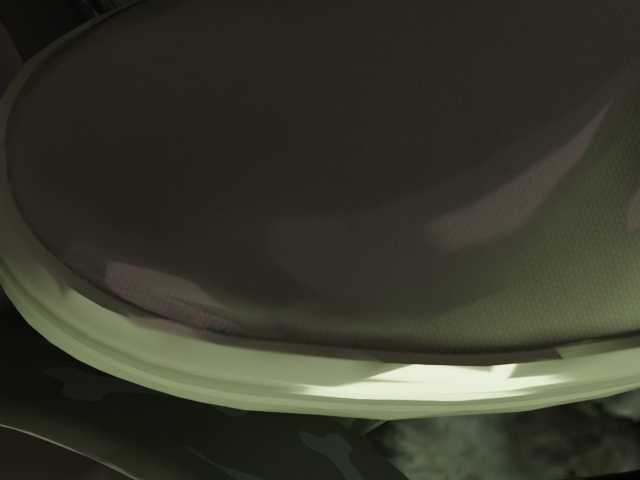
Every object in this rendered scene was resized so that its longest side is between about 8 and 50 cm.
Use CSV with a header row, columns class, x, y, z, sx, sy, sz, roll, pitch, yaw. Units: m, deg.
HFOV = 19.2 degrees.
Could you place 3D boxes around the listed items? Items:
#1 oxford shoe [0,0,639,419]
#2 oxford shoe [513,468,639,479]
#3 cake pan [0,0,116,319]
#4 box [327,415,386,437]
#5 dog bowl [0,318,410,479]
class,x,y,z,sx,sy,sz,roll,pitch,yaw
oxford shoe,0.134,-0.069,0.477,0.449,0.130,0.169,-11,54,-8
oxford shoe,0.207,0.054,0.547,0.348,0.123,0.130,-27,79,11
cake pan,-0.201,-0.009,0.675,0.293,0.054,0.293,0,92,13
box,0.000,0.000,0.602,0.102,0.101,0.087,41,101,9
dog bowl,-0.079,0.181,0.573,0.349,0.102,0.348,9,115,19
